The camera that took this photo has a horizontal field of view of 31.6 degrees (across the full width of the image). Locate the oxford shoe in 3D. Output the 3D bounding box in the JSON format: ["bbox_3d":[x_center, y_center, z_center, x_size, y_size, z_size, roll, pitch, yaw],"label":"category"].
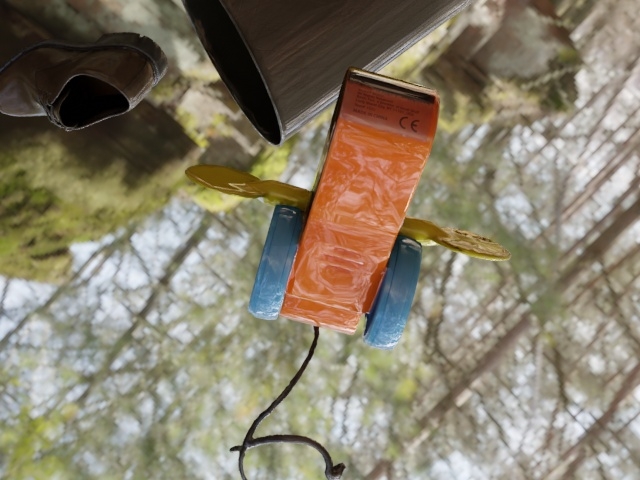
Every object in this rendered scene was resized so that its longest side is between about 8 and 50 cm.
[{"bbox_3d":[-0.279,-0.162,1.211,0.083,0.227,0.096,57,-139,-35],"label":"oxford shoe"}]

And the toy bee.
[{"bbox_3d":[0.000,0.000,0.724,0.195,0.298,0.162,32,-146,-16],"label":"toy bee"}]

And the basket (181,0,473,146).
[{"bbox_3d":[0.014,-0.218,0.992,0.204,0.227,0.154,58,168,18],"label":"basket"}]
